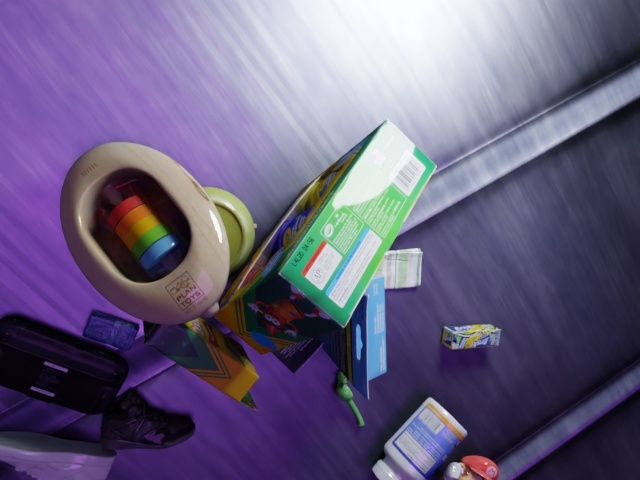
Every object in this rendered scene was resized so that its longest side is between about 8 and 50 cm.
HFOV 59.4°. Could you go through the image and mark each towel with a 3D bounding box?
[{"bbox_3d":[0.215,0.083,1.576,0.151,0.023,0.113,-3,101,-19],"label":"towel"},{"bbox_3d":[-0.503,0.218,1.348,0.119,0.029,0.067,25,91,-22],"label":"towel"}]

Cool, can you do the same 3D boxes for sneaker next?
[{"bbox_3d":[-0.654,0.556,1.319,0.292,0.108,0.169,21,90,-23],"label":"sneaker"},{"bbox_3d":[-0.423,0.442,1.388,0.227,0.087,0.131,4,105,-15],"label":"sneaker"}]

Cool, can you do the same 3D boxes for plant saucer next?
[{"bbox_3d":[-0.278,-0.009,1.370,0.240,0.037,0.241,-4,104,-15],"label":"plant saucer"}]

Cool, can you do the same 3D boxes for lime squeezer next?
[{"bbox_3d":[0.099,0.386,1.577,0.109,0.059,0.311,3,99,-19],"label":"lime squeezer"}]

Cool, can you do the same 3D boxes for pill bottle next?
[{"bbox_3d":[0.282,0.607,1.632,0.272,0.152,0.152,-46,111,-6],"label":"pill bottle"}]

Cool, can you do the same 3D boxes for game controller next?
[{"bbox_3d":[-0.623,0.300,1.314,0.319,0.067,0.167,29,105,-21],"label":"game controller"}]

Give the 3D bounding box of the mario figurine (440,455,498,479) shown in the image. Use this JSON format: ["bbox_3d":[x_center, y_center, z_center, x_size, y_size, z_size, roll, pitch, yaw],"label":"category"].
[{"bbox_3d":[0.417,0.793,1.702,0.320,0.170,0.198,-44,146,2],"label":"mario figurine"}]

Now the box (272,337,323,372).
[{"bbox_3d":[-0.114,0.211,1.418,0.108,0.153,0.207,-45,112,-7],"label":"box"}]

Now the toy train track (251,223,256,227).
[{"bbox_3d":[-0.203,-0.038,1.412,0.083,0.014,0.048,0,102,-16],"label":"toy train track"}]

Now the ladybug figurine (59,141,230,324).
[{"bbox_3d":[-0.365,-0.008,1.217,0.305,0.162,0.449,-37,80,-4],"label":"ladybug figurine"}]

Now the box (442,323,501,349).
[{"bbox_3d":[0.452,0.287,1.679,0.168,0.059,0.054,1,99,-19],"label":"box"}]

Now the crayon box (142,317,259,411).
[{"bbox_3d":[-0.271,0.265,1.348,0.318,0.202,0.081,40,86,-23],"label":"crayon box"}]

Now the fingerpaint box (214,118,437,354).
[{"bbox_3d":[0.000,0.000,1.206,0.163,0.371,0.445,41,58,-11],"label":"fingerpaint box"}]

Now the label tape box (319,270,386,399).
[{"bbox_3d":[0.091,0.196,1.380,0.115,0.347,0.249,-6,103,-18],"label":"label tape box"}]
